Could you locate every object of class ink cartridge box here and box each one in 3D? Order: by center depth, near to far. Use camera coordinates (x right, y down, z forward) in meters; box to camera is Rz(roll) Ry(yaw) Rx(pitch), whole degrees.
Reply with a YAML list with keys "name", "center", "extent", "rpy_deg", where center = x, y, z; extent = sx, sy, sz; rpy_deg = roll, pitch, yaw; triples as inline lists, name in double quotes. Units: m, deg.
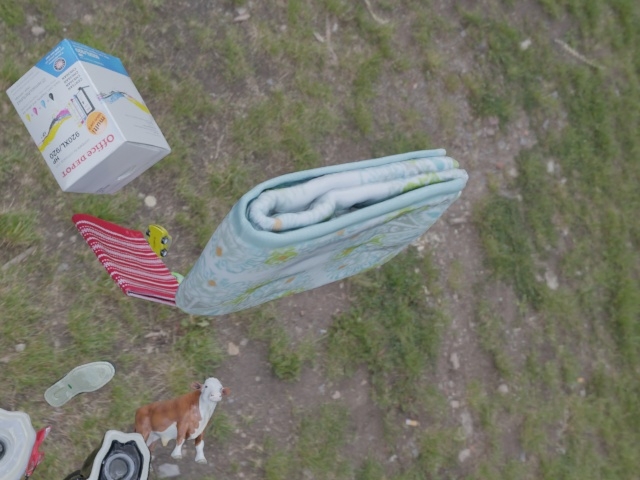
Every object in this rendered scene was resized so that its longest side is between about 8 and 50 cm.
- name: "ink cartridge box"
  center: [-0.447, -0.231, 1.183]
  extent: [0.233, 0.171, 0.168]
  rpy_deg: [58, 15, 6]

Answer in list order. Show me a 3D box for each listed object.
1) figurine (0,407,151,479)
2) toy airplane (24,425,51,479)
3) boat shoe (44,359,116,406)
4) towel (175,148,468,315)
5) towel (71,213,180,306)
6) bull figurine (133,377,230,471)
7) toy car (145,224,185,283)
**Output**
- name: "figurine"
  center: [-0.340, 0.286, 0.719]
  extent: [0.214, 0.209, 0.092]
  rpy_deg: [21, 49, -25]
- name: "toy airplane"
  center: [-0.751, 0.559, 1.592]
  extent: [0.028, 0.151, 0.151]
  rpy_deg: [19, 68, -6]
- name: "boat shoe"
  center: [-0.679, 0.394, 1.728]
  extent: [0.084, 0.233, 0.079]
  rpy_deg: [61, 15, -9]
- name: "towel"
  center: [0.000, 0.000, 0.883]
  extent: [0.374, 0.320, 0.090]
  rpy_deg: [-14, 71, -32]
- name: "towel"
  center: [-0.402, 0.042, 1.299]
  extent: [0.031, 0.275, 0.199]
  rpy_deg: [-53, 146, 8]
- name: "bull figurine"
  center: [-0.350, 0.455, 1.496]
  extent: [0.101, 0.310, 0.188]
  rpy_deg: [38, 42, -40]
- name: "toy car"
  center: [-0.441, 0.080, 1.688]
  extent: [0.225, 0.239, 0.053]
  rpy_deg: [52, 38, -6]
